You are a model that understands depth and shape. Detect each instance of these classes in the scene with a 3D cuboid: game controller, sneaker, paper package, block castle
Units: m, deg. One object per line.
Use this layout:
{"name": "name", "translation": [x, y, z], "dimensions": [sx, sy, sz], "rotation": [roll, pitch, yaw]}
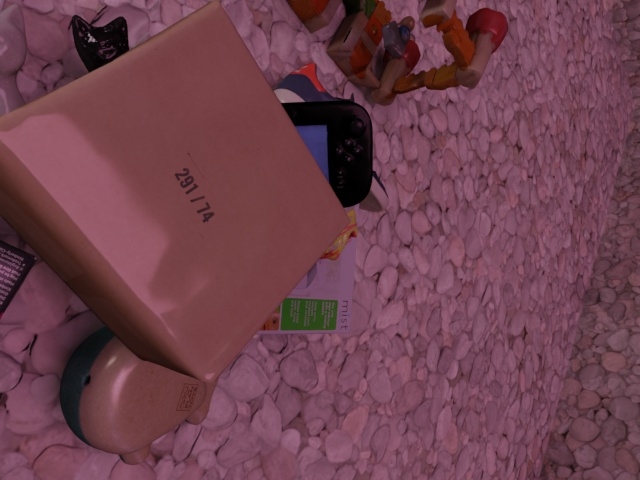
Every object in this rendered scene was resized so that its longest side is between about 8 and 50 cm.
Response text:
{"name": "game controller", "translation": [-0.076, -0.124, 0.766], "dimensions": [0.319, 0.067, 0.166], "rotation": [-4, 99, -7]}
{"name": "sneaker", "translation": [0.000, 0.000, 0.831], "dimensions": [0.208, 0.081, 0.094], "rotation": [-34, 113, -38]}
{"name": "sneaker", "translation": [0.048, -0.205, 1.012], "dimensions": [0.350, 0.131, 0.148], "rotation": [46, 63, -34]}
{"name": "paper package", "translation": [-0.165, -0.055, 0.591], "dimensions": [0.309, 0.168, 0.325], "rotation": [-48, 117, -33]}
{"name": "block castle", "translation": [0.141, -0.503, 0.983], "dimensions": [0.453, 0.303, 0.213], "rotation": [41, 62, -37]}

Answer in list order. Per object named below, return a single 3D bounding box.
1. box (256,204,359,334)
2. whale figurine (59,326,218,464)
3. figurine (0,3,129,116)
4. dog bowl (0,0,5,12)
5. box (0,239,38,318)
{"name": "box", "translation": [-0.055, 0.037, 0.920], "dimensions": [0.231, 0.127, 0.262], "rotation": [10, 82, -42]}
{"name": "whale figurine", "translation": [-0.260, 0.213, 0.742], "dimensions": [0.272, 0.141, 0.216], "rotation": [42, 60, -63]}
{"name": "figurine", "translation": [-0.328, -0.173, 0.610], "dimensions": [0.215, 0.092, 0.209], "rotation": [-23, 131, -53]}
{"name": "dog bowl", "translation": [-0.488, -0.294, 0.516], "dimensions": [0.265, 0.104, 0.265], "rotation": [0, 90, -44]}
{"name": "box", "translation": [-0.449, 0.101, 0.511], "dimensions": [0.143, 0.165, 0.270], "rotation": [38, 65, -37]}
